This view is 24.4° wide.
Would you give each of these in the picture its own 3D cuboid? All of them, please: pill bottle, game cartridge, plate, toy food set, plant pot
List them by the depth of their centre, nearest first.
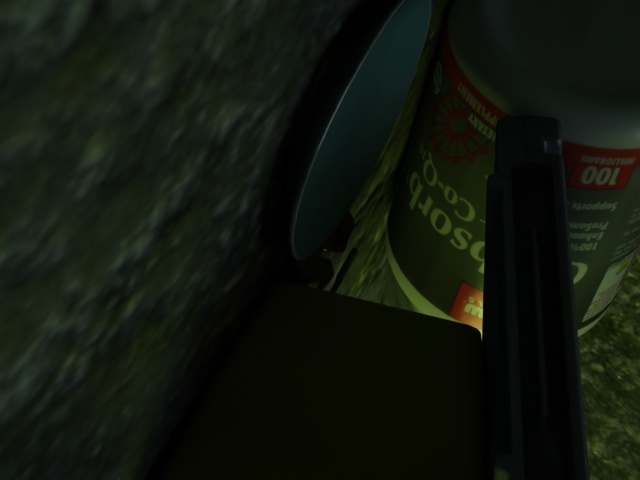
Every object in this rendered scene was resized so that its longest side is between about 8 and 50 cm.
[{"bbox_3d":[0.018,-0.076,0.930,0.188,0.024,0.188,-60,169,-20],"label":"plate"},{"bbox_3d":[0.137,0.118,0.983,0.230,0.068,0.355,91,2,-46],"label":"game cartridge"},{"bbox_3d":[0.018,0.144,1.014,0.212,0.212,0.187,72,32,-75],"label":"plant pot"},{"bbox_3d":[0.000,0.000,1.041,0.078,0.019,0.122,-60,161,-21],"label":"toy food set"},{"bbox_3d":[0.170,-0.039,1.225,0.210,0.210,0.363,-54,165,-41],"label":"pill bottle"}]
